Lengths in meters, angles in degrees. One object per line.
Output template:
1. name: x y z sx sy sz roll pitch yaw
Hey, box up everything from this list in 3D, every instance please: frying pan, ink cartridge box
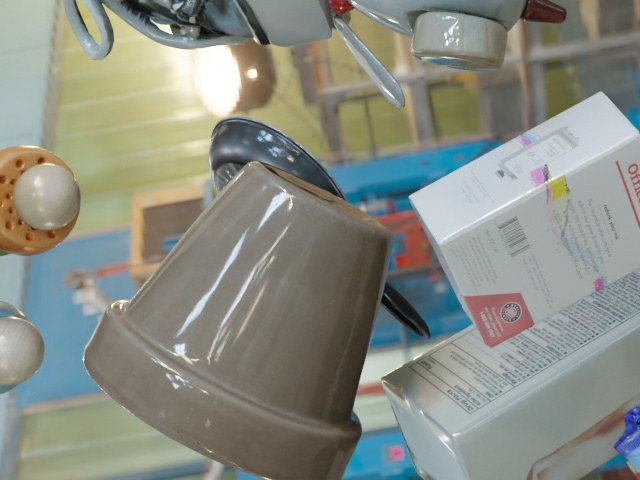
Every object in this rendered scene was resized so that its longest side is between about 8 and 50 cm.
1. frying pan: -0.021 -0.005 1.539 0.053 0.197 0.326 -48 -54 -27
2. ink cartridge box: 0.178 -0.023 0.983 0.115 0.198 0.067 61 -179 -38

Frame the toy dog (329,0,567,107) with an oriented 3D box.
1. toy dog: 0.100 -0.232 1.304 0.334 0.161 0.220 40 110 52

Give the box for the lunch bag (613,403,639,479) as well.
1. lunch bag: 0.430 0.163 1.132 0.221 0.293 0.138 53 -164 6

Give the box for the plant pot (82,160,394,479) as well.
1. plant pot: -0.046 0.062 1.235 0.229 0.263 0.263 -62 1 6

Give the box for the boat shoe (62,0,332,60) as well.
1. boat shoe: -0.063 -0.134 0.572 0.306 0.105 0.113 -113 8 -71

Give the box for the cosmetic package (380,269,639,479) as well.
1. cosmetic package: 0.230 0.137 1.339 0.153 0.296 0.129 38 152 60

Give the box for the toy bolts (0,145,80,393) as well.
1. toy bolts: -0.319 0.028 1.235 0.158 0.218 0.228 -2 90 57
